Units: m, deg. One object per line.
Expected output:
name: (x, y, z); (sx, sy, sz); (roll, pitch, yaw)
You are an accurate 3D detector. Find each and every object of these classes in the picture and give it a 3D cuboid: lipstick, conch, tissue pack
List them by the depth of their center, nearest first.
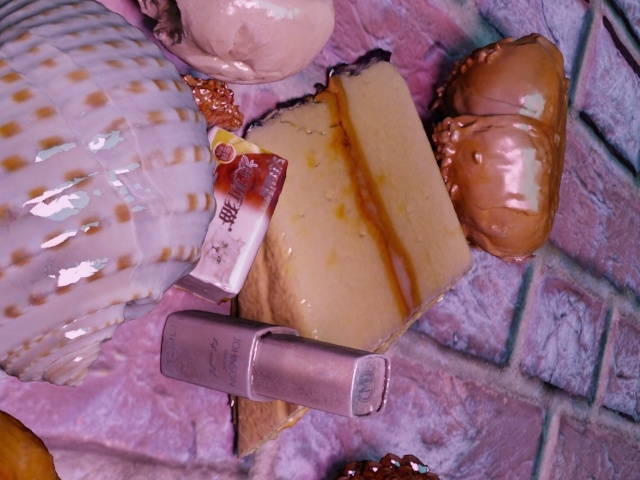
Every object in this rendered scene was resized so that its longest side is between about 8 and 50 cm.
conch: (-0.207, -0.051, 0.703); (0.303, 0.215, 0.319); (-17, 107, -32)
lipstick: (-0.050, 0.124, 0.910); (0.077, 0.253, 0.078); (6, 90, -51)
tissue pack: (-0.105, -0.021, 0.915); (0.099, 0.106, 0.148); (24, 75, -11)

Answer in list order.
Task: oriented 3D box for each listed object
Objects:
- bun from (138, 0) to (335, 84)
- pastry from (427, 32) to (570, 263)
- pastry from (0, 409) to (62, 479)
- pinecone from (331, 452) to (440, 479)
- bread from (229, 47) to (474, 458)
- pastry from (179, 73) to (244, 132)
bun: (-0.093, -0.222, 0.871); (0.193, 0.178, 0.127); (-2, 130, -39)
pastry: (0.245, -0.130, 1.272); (0.284, 0.184, 0.315); (15, 82, -69)
pastry: (-0.334, 0.284, 0.677); (0.356, 0.164, 0.355); (-12, 107, -43)
pinecone: (0.080, 0.392, 1.159); (0.221, 0.221, 0.221); (-11, 104, -49)
bread: (0.000, 0.000, 1.130); (0.346, 0.242, 0.404); (-14, 74, -44)
pastry: (-0.148, -0.137, 0.889); (0.169, 0.087, 0.063); (-6, 87, -50)
